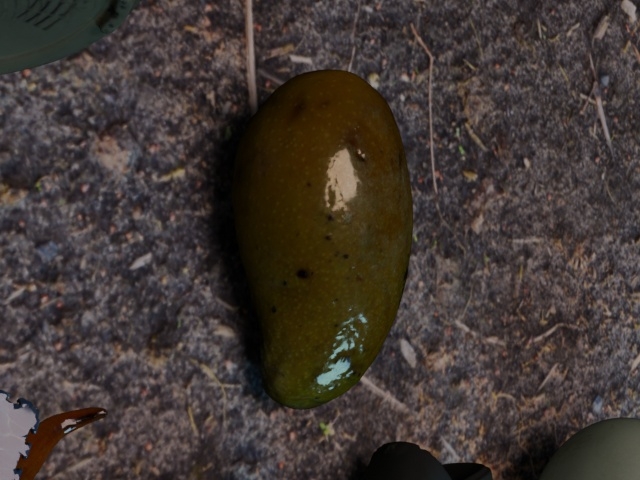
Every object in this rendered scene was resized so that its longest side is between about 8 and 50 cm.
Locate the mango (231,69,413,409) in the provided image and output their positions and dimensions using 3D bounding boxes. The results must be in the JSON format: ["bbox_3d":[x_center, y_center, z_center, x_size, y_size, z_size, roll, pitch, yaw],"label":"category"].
[{"bbox_3d":[0.008,-0.003,1.342,0.176,0.175,0.329,-9,92,1],"label":"mango"}]

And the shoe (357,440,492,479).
[{"bbox_3d":[0.089,0.252,1.427,0.241,0.108,0.093,-13,92,-51],"label":"shoe"}]

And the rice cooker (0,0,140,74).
[{"bbox_3d":[-0.280,-0.311,0.978,0.335,0.335,0.325,7,66,-43],"label":"rice cooker"}]

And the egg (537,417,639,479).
[{"bbox_3d":[0.336,0.387,1.556,0.230,0.230,0.371,22,74,-40],"label":"egg"}]

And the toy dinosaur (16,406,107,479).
[{"bbox_3d":[-0.342,0.263,1.022,0.432,0.097,0.208,-6,83,-44],"label":"toy dinosaur"}]

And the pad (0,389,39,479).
[{"bbox_3d":[-0.355,0.193,0.942,0.269,0.012,0.269,24,68,-22],"label":"pad"}]
